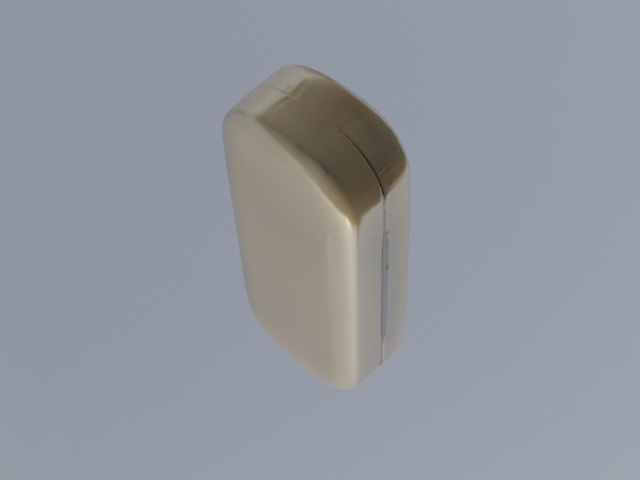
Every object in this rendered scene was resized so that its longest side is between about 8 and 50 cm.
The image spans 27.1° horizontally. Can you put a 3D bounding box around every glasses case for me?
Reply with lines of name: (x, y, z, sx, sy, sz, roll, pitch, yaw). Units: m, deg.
glasses case: (0.000, 0.000, 0.626, 0.083, 0.196, 0.050, 36, -115, 21)
